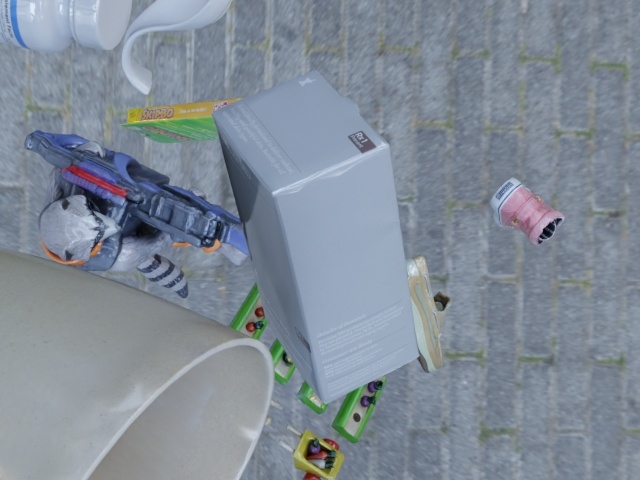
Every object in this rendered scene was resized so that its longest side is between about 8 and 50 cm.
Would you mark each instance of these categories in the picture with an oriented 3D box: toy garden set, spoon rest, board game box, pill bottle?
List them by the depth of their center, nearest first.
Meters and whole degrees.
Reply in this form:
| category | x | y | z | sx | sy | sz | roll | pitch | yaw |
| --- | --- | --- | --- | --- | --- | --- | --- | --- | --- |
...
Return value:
| category | x | y | z | sx | sy | sz | roll | pitch | yaw |
| --- | --- | --- | --- | --- | --- | --- | --- | --- | --- |
| pill bottle | -0.315 | -0.265 | 1.153 | 0.221 | 0.124 | 0.124 | 13 | 85 | 9 |
| toy garden set | -0.028 | 0.194 | 1.492 | 0.244 | 0.049 | 0.204 | 41 | 54 | -16 |
| spoon rest | -0.220 | -0.338 | 1.678 | 0.084 | 0.276 | 0.137 | 27 | 38 | -29 |
| board game box | -0.200 | -0.197 | 1.842 | 0.259 | 0.124 | 0.039 | -4 | 77 | 28 |

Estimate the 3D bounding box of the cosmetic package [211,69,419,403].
| category | x | y | z | sx | sy | sz | roll | pitch | yaw |
| --- | --- | --- | --- | --- | --- | --- | --- | --- | --- |
| cosmetic package | 0.000 | 0.000 | 0.888 | 0.107 | 0.127 | 0.238 | -26 | 132 | -12 |

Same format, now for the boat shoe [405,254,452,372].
| category | x | y | z | sx | sy | sz | roll | pitch | yaw |
| --- | --- | --- | --- | --- | --- | --- | --- | --- | --- |
| boat shoe | 0.134 | 0.093 | 1.384 | 0.072 | 0.068 | 0.190 | -28 | 135 | -5 |

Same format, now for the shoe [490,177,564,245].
| category | x | y | z | sx | sy | sz | roll | pitch | yaw |
| --- | --- | --- | --- | --- | --- | --- | --- | --- | --- |
| shoe | 0.278 | -0.029 | 1.474 | 0.081 | 0.178 | 0.063 | 44 | 95 | 16 |

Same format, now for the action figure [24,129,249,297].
| category | x | y | z | sx | sy | sz | roll | pitch | yaw |
| --- | --- | --- | --- | --- | --- | --- | --- | --- | --- |
| action figure | -0.204 | 0.001 | 1.351 | 0.341 | 0.330 | 0.178 | 26 | 99 | 26 |

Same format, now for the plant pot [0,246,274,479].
| category | x | y | z | sx | sy | sz | roll | pitch | yaw |
| --- | --- | --- | --- | --- | --- | --- | --- | --- | --- |
| plant pot | -0.217 | 0.113 | 0.764 | 0.274 | 0.256 | 0.256 | 29 | 82 | 20 |
